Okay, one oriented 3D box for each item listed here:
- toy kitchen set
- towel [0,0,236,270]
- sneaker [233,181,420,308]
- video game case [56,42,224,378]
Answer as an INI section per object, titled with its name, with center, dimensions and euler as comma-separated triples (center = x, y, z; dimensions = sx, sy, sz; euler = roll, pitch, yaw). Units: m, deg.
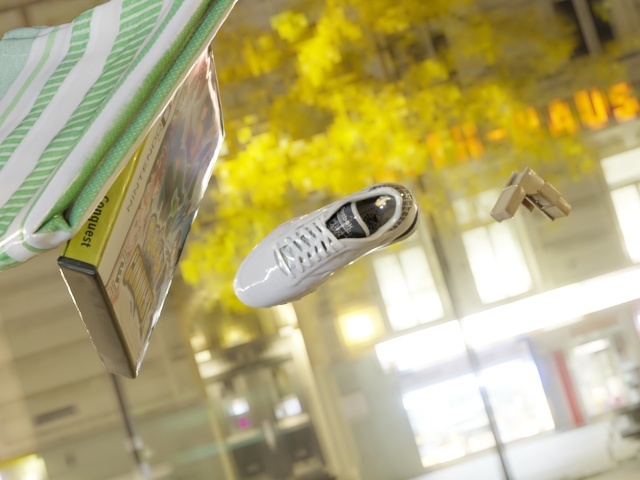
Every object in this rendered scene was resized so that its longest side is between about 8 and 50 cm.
[toy kitchen set]
center = 0.260, -0.036, 2.285
dimensions = 0.068, 0.083, 0.075
euler = -18, 36, 58
[towel]
center = -0.201, -0.076, 1.231
dimensions = 0.325, 0.038, 0.247
euler = -5, 49, 55
[sneaker]
center = 0.000, 0.000, 2.014
dimensions = 0.235, 0.090, 0.095
euler = -31, -6, 7
[video game case]
center = -0.140, -0.040, 1.471
dimensions = 0.035, 0.248, 0.275
euler = 16, -20, 7
